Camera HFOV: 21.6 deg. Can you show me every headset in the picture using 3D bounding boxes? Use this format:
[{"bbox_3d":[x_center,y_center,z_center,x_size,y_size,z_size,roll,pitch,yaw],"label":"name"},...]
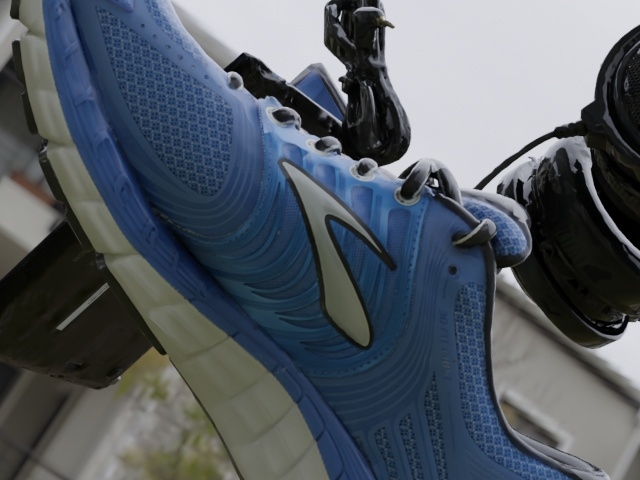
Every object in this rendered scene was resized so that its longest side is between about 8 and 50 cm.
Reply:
[{"bbox_3d":[0.191,-0.059,1.043,0.394,0.185,0.243,5,-35,-26],"label":"headset"}]

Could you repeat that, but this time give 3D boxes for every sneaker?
[{"bbox_3d":[0.000,0.000,0.664,0.330,0.147,0.130,57,4,-5],"label":"sneaker"}]

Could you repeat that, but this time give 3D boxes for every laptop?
[{"bbox_3d":[-0.102,-0.033,1.038,0.136,0.234,0.264,52,10,26],"label":"laptop"}]
